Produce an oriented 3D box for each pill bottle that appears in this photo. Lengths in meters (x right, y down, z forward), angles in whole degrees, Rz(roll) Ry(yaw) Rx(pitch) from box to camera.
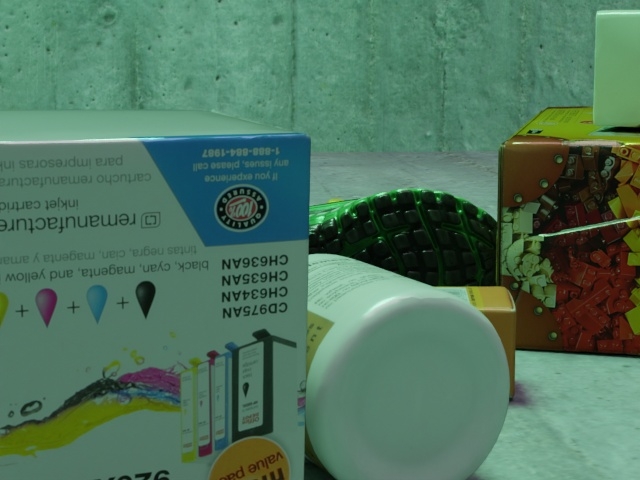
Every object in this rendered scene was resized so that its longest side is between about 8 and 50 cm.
[{"bbox_3d":[0.012,0.078,0.810,0.131,0.131,0.229,-4,10,-24],"label":"pill bottle"}]

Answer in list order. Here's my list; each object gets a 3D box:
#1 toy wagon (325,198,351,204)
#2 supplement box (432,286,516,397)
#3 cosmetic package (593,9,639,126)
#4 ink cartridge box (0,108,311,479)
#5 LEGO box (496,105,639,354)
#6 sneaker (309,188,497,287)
[{"bbox_3d":[0.000,0.000,1.512,0.267,0.068,0.344,3,9,15],"label":"toy wagon"},{"bbox_3d":[0.036,0.079,0.975,0.233,0.078,0.080,0,12,5],"label":"supplement box"},{"bbox_3d":[0.426,-0.160,1.134,0.309,0.113,0.160,5,11,31],"label":"cosmetic package"},{"bbox_3d":[-0.113,0.054,0.636,0.171,0.233,0.168,-3,12,-23],"label":"ink cartridge box"},{"bbox_3d":[0.396,-0.029,1.279,0.372,0.193,0.500,2,10,15],"label":"LEGO box"},{"bbox_3d":[0.019,0.009,1.240,0.343,0.134,0.146,0,8,0],"label":"sneaker"}]
